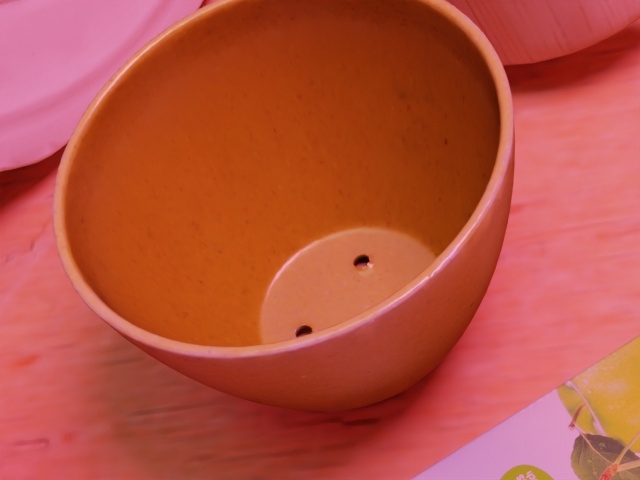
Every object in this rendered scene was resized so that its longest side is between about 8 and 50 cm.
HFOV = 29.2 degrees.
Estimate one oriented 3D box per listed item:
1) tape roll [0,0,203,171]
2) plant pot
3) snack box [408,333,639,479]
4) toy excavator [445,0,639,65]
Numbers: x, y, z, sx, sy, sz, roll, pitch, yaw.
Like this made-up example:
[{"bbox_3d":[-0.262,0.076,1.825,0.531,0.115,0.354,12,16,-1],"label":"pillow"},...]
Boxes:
[{"bbox_3d":[-0.142,-0.167,0.428,0.100,0.286,0.286,23,66,32],"label":"tape roll"},{"bbox_3d":[0.000,0.000,0.378,0.134,0.095,0.134,-10,53,13],"label":"plant pot"},{"bbox_3d":[0.064,0.099,0.322,0.141,0.037,0.100,-31,51,-3],"label":"snack box"},{"bbox_3d":[0.248,-0.261,0.435,0.445,0.222,0.433,-3,55,34],"label":"toy excavator"}]
